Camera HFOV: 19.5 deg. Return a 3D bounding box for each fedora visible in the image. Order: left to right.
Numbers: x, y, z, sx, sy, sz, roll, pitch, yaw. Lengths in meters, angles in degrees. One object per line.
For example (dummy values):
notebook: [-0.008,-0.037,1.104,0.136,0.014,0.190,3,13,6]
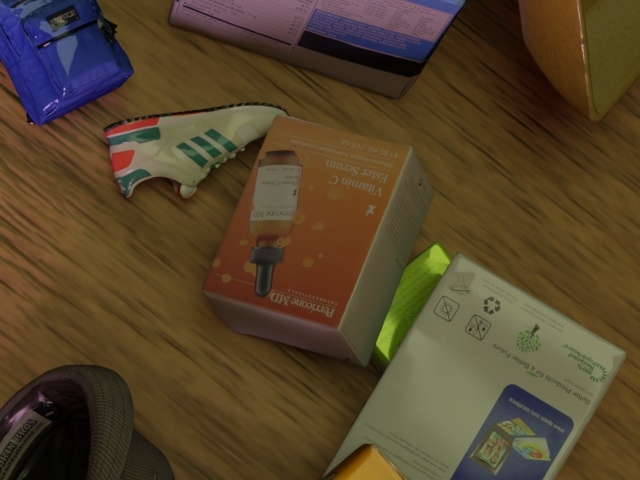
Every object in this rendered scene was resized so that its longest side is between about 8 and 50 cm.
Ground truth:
fedora: [-0.195,0.232,1.420,0.124,0.244,0.275,36,35,-29]

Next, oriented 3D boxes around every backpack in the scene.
backpack: [-0.220,-0.174,1.568,0.098,0.101,0.120,-28,91,-23]

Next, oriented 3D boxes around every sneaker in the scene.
sneaker: [-0.103,-0.075,1.598,0.161,0.057,0.075,-8,94,-14]

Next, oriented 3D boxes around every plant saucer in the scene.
plant saucer: [0.238,-0.313,1.579,0.333,0.081,0.332,-44,131,-49]

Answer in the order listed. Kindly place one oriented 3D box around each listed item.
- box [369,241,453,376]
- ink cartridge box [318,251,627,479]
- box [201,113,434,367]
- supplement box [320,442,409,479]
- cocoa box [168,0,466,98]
box: [0.113,0.103,1.591,0.109,0.042,0.178,-38,86,-16]
ink cartridge box: [0.096,0.191,1.522,0.165,0.065,0.332,32,87,3]
box: [0.000,0.000,1.547,0.130,0.091,0.170,14,70,21]
supplement box: [-0.033,0.336,1.382,0.356,0.194,0.195,-41,86,-4]
cocoa box: [0.030,-0.342,1.596,0.231,0.228,0.347,17,73,-6]
